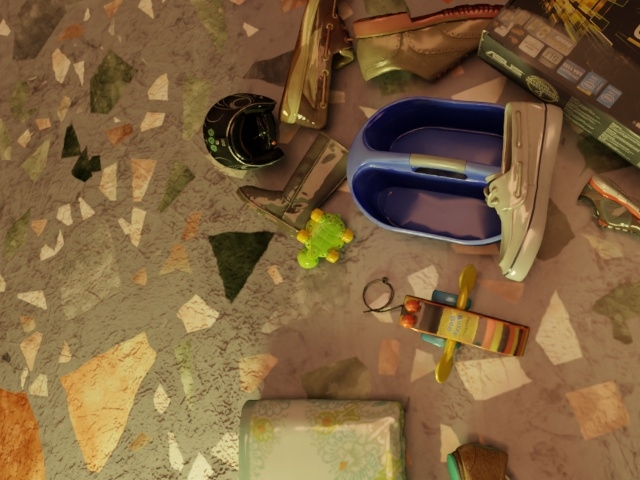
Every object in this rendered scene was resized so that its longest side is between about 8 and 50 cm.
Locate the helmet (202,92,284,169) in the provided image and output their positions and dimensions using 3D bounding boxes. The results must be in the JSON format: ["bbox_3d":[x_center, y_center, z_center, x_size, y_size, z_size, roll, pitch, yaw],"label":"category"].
[{"bbox_3d":[-0.156,-0.222,1.102,0.161,0.169,0.170,28,94,57],"label":"helmet"}]

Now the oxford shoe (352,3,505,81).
[{"bbox_3d":[0.239,-0.373,1.024,0.347,0.123,0.130,1,115,16],"label":"oxford shoe"}]

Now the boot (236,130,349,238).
[{"bbox_3d":[-0.050,-0.131,1.102,0.189,0.076,0.209,32,102,7],"label":"boot"}]

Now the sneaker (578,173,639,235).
[{"bbox_3d":[0.502,-0.041,0.900,0.158,0.061,0.065,48,127,20],"label":"sneaker"}]

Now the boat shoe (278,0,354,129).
[{"bbox_3d":[0.010,-0.394,1.107,0.123,0.123,0.343,15,82,-8],"label":"boat shoe"}]

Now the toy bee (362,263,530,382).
[{"bbox_3d":[0.200,0.146,0.925,0.298,0.162,0.196,-8,82,20],"label":"toy bee"}]

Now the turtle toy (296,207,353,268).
[{"bbox_3d":[0.000,0.000,1.069,0.095,0.066,0.130,35,96,-5],"label":"turtle toy"}]

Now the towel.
[{"bbox_3d":[0.005,0.487,0.997,0.320,0.090,0.375,-5,81,17],"label":"towel"}]

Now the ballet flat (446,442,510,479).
[{"bbox_3d":[0.297,0.509,0.881,0.123,0.116,0.343,-7,76,0],"label":"ballet flat"}]

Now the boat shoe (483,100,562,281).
[{"bbox_3d":[0.288,-0.077,0.800,0.088,0.096,0.268,11,91,6],"label":"boat shoe"}]

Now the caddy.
[{"bbox_3d":[0.217,-0.119,0.943,0.340,0.179,0.242,11,88,22],"label":"caddy"}]

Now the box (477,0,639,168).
[{"bbox_3d":[0.504,-0.316,0.843,0.395,0.097,0.318,41,90,14],"label":"box"}]
